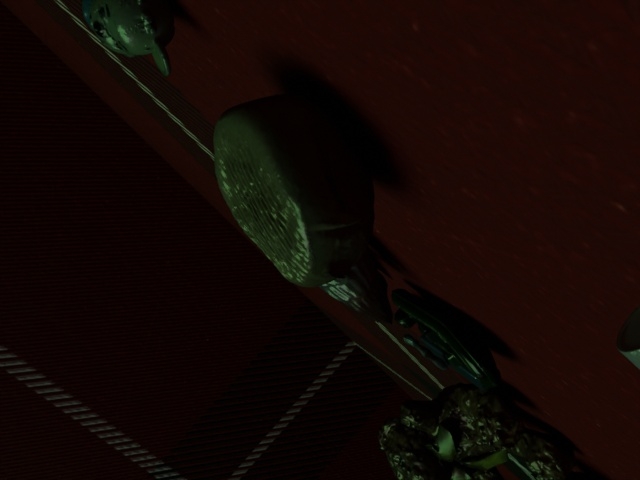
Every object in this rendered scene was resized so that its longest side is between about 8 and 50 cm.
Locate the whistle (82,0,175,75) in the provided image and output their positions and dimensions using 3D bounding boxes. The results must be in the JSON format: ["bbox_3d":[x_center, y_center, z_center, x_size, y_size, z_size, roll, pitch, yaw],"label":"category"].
[{"bbox_3d":[-0.218,-0.245,0.708,0.235,0.077,0.114,37,152,52],"label":"whistle"}]

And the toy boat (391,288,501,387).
[{"bbox_3d":[0.166,0.126,0.868,0.104,0.052,0.210,50,173,-32],"label":"toy boat"}]

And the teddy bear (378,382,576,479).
[{"bbox_3d":[0.228,0.345,1.088,0.246,0.222,0.296,38,176,-13],"label":"teddy bear"}]

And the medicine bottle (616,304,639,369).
[{"bbox_3d":[0.206,0.074,0.317,0.118,0.074,0.055,43,173,4],"label":"medicine bottle"}]

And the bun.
[{"bbox_3d":[-0.013,-0.050,0.587,0.166,0.113,0.173,23,136,55],"label":"bun"}]

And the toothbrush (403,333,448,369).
[{"bbox_3d":[0.155,0.163,0.947,0.019,0.013,0.193,27,172,33],"label":"toothbrush"}]

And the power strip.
[{"bbox_3d":[0.211,0.179,1.008,0.123,0.032,0.056,35,169,43],"label":"power strip"}]

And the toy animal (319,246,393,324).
[{"bbox_3d":[0.003,0.002,0.871,0.324,0.090,0.195,51,178,-39],"label":"toy animal"}]

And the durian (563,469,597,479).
[{"bbox_3d":[0.400,0.463,1.027,0.167,0.196,0.196,38,172,-4],"label":"durian"}]
